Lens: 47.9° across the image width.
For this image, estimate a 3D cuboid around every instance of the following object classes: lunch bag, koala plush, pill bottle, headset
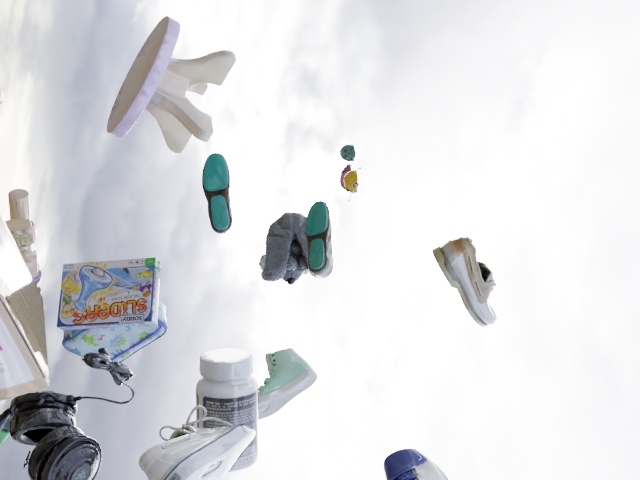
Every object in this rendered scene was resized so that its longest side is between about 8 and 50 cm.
[{"bbox_3d":[-0.483,0.205,1.708,0.219,0.176,0.090,-31,-132,17],"label":"lunch bag"},{"bbox_3d":[-0.082,0.045,2.065,0.221,0.196,0.203,109,-24,-67],"label":"koala plush"},{"bbox_3d":[-0.241,0.434,1.862,0.161,0.161,0.283,15,-74,63],"label":"pill bottle"},{"bbox_3d":[-0.530,0.375,1.391,0.394,0.185,0.243,-41,-126,-5],"label":"headset"}]

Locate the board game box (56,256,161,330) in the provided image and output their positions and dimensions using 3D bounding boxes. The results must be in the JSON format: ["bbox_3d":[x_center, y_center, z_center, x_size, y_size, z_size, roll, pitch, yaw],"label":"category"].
[{"bbox_3d":[-0.428,0.109,1.463,0.035,0.201,0.136,66,21,-68],"label":"board game box"}]

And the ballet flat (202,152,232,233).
[{"bbox_3d":[-0.251,-0.111,1.764,0.074,0.074,0.203,-27,-113,57],"label":"ballet flat"}]

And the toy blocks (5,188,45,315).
[{"bbox_3d":[-0.702,0.089,1.440,0.309,0.289,0.260,56,-37,44],"label":"toy blocks"}]

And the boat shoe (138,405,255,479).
[{"bbox_3d":[-0.277,0.445,1.567,0.156,0.367,0.136,36,-77,17],"label":"boat shoe"}]

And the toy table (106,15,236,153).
[{"bbox_3d":[-0.302,-0.303,1.466,0.274,0.161,0.252,-43,-143,38],"label":"toy table"}]

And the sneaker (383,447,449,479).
[{"bbox_3d":[0.204,0.550,1.508,0.127,0.182,0.315,-34,-144,8],"label":"sneaker"}]

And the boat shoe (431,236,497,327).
[{"bbox_3d":[0.397,0.111,1.846,0.103,0.302,0.113,-30,-143,12],"label":"boat shoe"}]

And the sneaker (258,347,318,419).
[{"bbox_3d":[-0.152,0.420,2.132,0.151,0.256,0.094,46,-23,36],"label":"sneaker"}]

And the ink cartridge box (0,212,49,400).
[{"bbox_3d":[-0.470,0.080,1.025,0.193,0.088,0.234,-117,-165,-47],"label":"ink cartridge box"}]

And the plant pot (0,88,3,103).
[{"bbox_3d":[-0.643,-0.244,1.027,0.243,0.275,0.275,-42,-160,-20],"label":"plant pot"}]

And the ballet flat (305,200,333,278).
[{"bbox_3d":[0.000,0.000,1.872,0.072,0.068,0.213,-12,-120,22],"label":"ballet flat"}]

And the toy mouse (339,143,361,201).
[{"bbox_3d":[0.059,-0.163,1.610,0.161,0.031,0.143,94,-10,-55],"label":"toy mouse"}]
